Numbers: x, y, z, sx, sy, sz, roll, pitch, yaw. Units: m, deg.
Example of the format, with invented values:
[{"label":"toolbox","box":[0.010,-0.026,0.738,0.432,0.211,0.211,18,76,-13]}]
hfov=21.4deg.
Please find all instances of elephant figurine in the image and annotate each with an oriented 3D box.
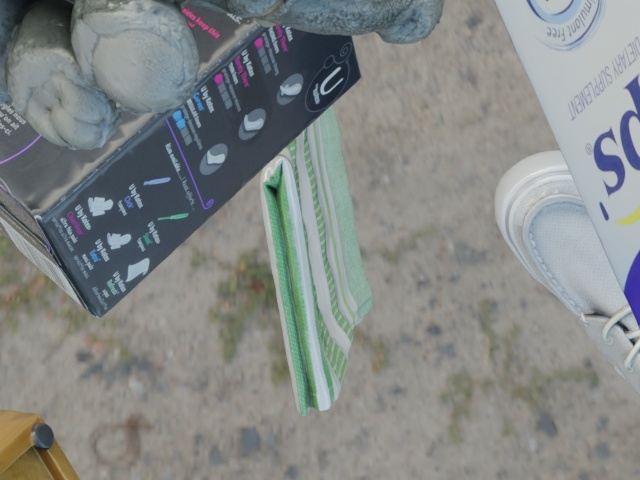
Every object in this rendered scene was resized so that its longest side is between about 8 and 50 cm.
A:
[{"label":"elephant figurine","box":[-0.064,-0.150,0.747,0.169,0.239,0.186,15,124,26]}]

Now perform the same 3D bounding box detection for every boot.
[{"label":"boot","box":[0.212,0.054,1.022,0.258,0.123,0.095,36,114,-23]}]

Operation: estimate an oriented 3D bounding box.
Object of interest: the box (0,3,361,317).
[{"label":"box","box":[-0.126,-0.109,1.183,0.270,0.165,0.143,-43,151,-15]}]

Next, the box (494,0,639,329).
[{"label":"box","box":[0.108,-0.062,0.398,0.072,0.137,0.126,-15,164,-26]}]

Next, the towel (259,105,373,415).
[{"label":"towel","box":[0.000,0.000,1.594,0.038,0.325,0.248,-8,104,11]}]

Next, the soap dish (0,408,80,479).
[{"label":"soap dish","box":[-0.249,0.299,1.377,0.118,0.229,0.291,-25,100,29]}]
